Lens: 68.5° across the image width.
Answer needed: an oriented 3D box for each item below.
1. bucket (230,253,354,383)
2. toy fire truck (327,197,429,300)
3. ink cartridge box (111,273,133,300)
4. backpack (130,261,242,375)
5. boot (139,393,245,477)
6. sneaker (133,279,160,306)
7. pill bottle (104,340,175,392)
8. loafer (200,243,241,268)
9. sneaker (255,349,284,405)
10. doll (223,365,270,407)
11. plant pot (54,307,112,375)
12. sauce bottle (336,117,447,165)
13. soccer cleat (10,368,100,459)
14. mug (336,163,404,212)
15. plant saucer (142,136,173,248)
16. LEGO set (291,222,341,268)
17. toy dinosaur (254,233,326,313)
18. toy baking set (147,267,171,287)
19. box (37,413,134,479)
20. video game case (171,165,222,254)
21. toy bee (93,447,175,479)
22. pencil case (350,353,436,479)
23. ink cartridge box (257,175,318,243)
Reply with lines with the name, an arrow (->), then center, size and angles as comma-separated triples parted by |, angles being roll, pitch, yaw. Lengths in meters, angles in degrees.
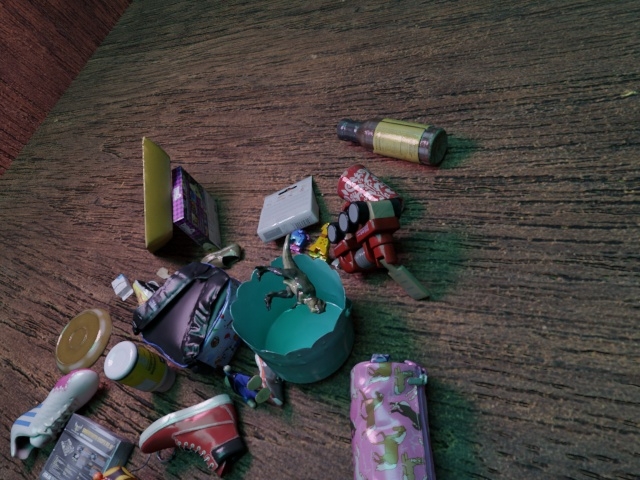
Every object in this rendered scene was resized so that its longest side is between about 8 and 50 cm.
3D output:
bucket -> -0.053, 0.189, 1.118 | 0.281, 0.183, 0.281 | -10, 47, 11
toy fire truck -> 0.143, 0.040, 1.157 | 0.158, 0.217, 0.246 | -6, 73, -24
ink cartridge box -> -0.677, 0.160, 1.607 | 0.048, 0.028, 0.083 | -43, 50, -3
backpack -> -0.317, 0.201, 1.267 | 0.276, 0.213, 0.263 | 22, 80, 31
boot -> -0.308, 0.499, 1.125 | 0.244, 0.088, 0.176 | -22, 53, -5
sneaker -> -0.529, 0.193, 1.441 | 0.208, 0.081, 0.094 | 33, 94, 42
pill bottle -> -0.481, 0.350, 1.272 | 0.103, 0.184, 0.103 | -14, 54, 20
loafer -> -0.310, 0.062, 1.453 | 0.148, 0.056, 0.050 | -32, 44, 6
sneaker -> -0.114, 0.330, 1.169 | 0.065, 0.061, 0.158 | -28, 51, 0
doll -> -0.191, 0.359, 1.158 | 0.046, 0.129, 0.189 | -37, 15, -31
plant pot -> -0.796, 0.327, 1.561 | 0.236, 0.032, 0.236 | -15, 53, 21
sauce bottle -> 0.199, -0.303, 1.381 | 0.344, 0.111, 0.111 | 24, 73, 38
soccer cleat -> -0.768, 0.511, 1.369 | 0.331, 0.116, 0.143 | -39, 40, 10
mug -> 0.140, -0.110, 1.309 | 0.113, 0.150, 0.169 | -21, 45, -34
plant saucer -> -0.524, -0.132, 1.526 | 0.081, 0.333, 0.333 | -2, 86, -18
LEGO set -> 0.000, 0.000, 1.305 | 0.227, 0.087, 0.093 | 20, 71, 35
toy dinosaur -> -0.077, 0.089, 1.048 | 0.118, 0.064, 0.268 | -16, 44, -15
toy baking set -> -0.499, 0.186, 1.491 | 0.197, 0.030, 0.256 | -10, 56, 23
box -> -0.638, 0.600, 1.278 | 0.231, 0.056, 0.183 | 8, 63, 32
video game case -> -0.393, -0.092, 1.499 | 0.042, 0.210, 0.232 | -24, 52, 10
toy bee -> -0.503, 0.609, 1.126 | 0.195, 0.162, 0.298 | -3, 61, 24
pencil case -> 0.144, 0.424, 0.904 | 0.160, 0.167, 0.386 | 4, 57, -7
ink cartridge box -> -0.096, -0.097, 1.448 | 0.181, 0.056, 0.224 | -23, 28, 14
